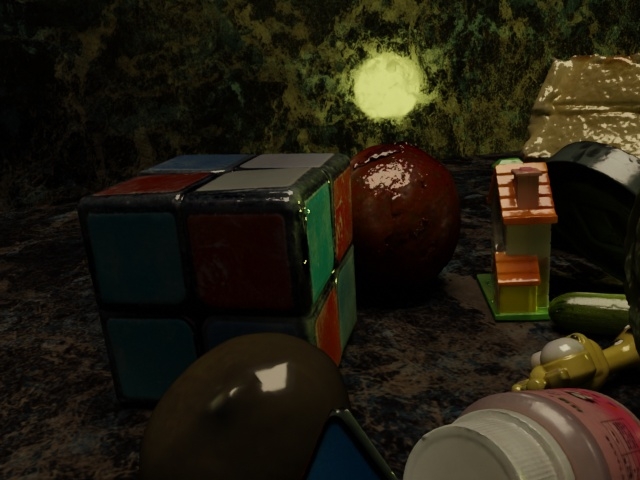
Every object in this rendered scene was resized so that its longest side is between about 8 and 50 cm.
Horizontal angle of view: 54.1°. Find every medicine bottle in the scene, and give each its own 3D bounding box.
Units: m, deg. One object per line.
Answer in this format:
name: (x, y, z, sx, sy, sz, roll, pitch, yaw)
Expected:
medicine bottle: (0.179, 0.197, 0.522, 0.147, 0.147, 0.247, 12, -1, 44)

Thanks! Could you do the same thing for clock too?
clock: (0.352, -0.014, 1.139, 0.106, 0.256, 0.220, -3, 15, 6)
clock: (0.524, -0.041, 1.118, 0.066, 0.319, 0.319, -43, 25, -8)

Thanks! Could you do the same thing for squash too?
squash: (0.484, 0.119, 0.985, 0.238, 0.069, 0.069, 3, 17, 24)

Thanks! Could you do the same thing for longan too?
longan: (-0.065, 0.192, 0.613, 0.220, 0.196, 0.196, -47, 18, 3)

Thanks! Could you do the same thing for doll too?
doll: (0.384, 0.158, 0.843, 0.290, 0.086, 0.117, -12, -23, -19)

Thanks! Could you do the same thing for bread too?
bread: (0.695, -0.205, 1.441, 0.371, 0.280, 0.390, 11, -17, 40)

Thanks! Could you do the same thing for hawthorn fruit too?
hawthorn fruit: (0.137, -0.031, 1.232, 0.315, 0.316, 0.316, -4, 16, 1)

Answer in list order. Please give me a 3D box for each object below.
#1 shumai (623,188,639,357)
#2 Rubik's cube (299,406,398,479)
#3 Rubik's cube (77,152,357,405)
shumai: (0.458, 0.102, 0.576, 0.323, 0.398, 0.323, 0, 33, 26)
Rubik's cube: (0.019, 0.213, 0.465, 0.284, 0.234, 0.250, -5, 15, -2)
Rubik's cube: (-0.125, 0.046, 0.943, 0.315, 0.319, 0.313, -1, 18, 15)
